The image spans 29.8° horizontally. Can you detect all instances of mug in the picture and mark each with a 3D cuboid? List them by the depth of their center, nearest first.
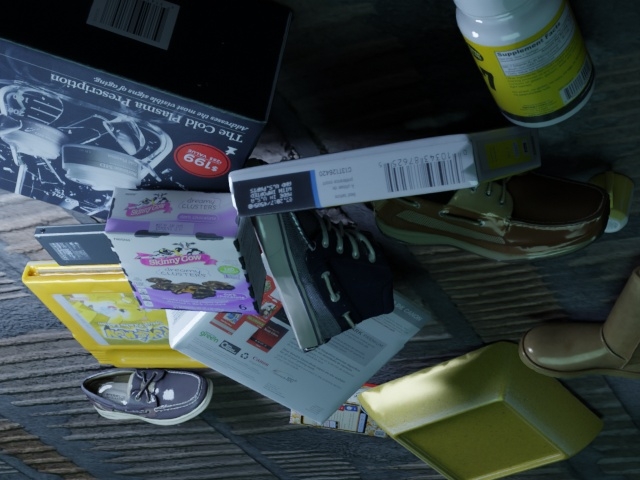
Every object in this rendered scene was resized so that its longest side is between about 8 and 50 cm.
[{"bbox_3d":[0.378,-0.050,1.590,0.062,0.064,0.078,-21,136,40],"label":"mug"}]

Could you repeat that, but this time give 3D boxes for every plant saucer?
[{"bbox_3d":[0.287,0.336,2.155,0.333,0.081,0.333,-25,131,31],"label":"plant saucer"}]

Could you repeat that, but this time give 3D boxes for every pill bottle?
[{"bbox_3d":[0.217,-0.229,1.304,0.119,0.119,0.208,-7,144,25],"label":"pill bottle"}]

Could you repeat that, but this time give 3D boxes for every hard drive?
[{"bbox_3d":[-0.379,0.008,1.940,0.135,0.022,0.094,-2,146,19],"label":"hard drive"}]

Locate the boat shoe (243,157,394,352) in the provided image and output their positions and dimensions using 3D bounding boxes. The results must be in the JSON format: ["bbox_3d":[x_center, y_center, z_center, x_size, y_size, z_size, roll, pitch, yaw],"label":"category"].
[{"bbox_3d":[0.000,0.000,1.636,0.158,0.127,0.340,-21,137,-4],"label":"boat shoe"}]

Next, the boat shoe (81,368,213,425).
[{"bbox_3d":[-0.337,0.290,2.300,0.285,0.102,0.092,-4,150,32],"label":"boat shoe"}]

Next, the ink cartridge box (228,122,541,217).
[{"bbox_3d":[0.098,-0.087,1.443,0.304,0.072,0.307,-9,-178,29],"label":"ink cartridge box"}]

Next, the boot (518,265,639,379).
[{"bbox_3d":[0.444,0.113,1.814,0.236,0.089,0.269,2,149,-6],"label":"boot"}]

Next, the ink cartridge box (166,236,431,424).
[{"bbox_3d":[-0.032,0.102,1.848,0.309,0.130,0.272,33,113,-31],"label":"ink cartridge box"}]

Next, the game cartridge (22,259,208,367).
[{"bbox_3d":[-0.319,0.135,2.096,0.285,0.052,0.323,-2,145,20],"label":"game cartridge"}]

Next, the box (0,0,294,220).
[{"bbox_3d":[-0.249,-0.176,1.467,0.343,0.179,0.312,17,149,-10],"label":"box"}]

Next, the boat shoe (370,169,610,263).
[{"bbox_3d":[0.207,-0.053,1.567,0.324,0.122,0.120,2,138,25],"label":"boat shoe"}]

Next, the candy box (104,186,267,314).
[{"bbox_3d":[-0.165,0.016,1.515,0.165,0.070,0.196,3,150,9],"label":"candy box"}]

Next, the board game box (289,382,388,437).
[{"bbox_3d":[0.041,0.313,2.275,0.194,0.045,0.146,9,148,2],"label":"board game box"}]
